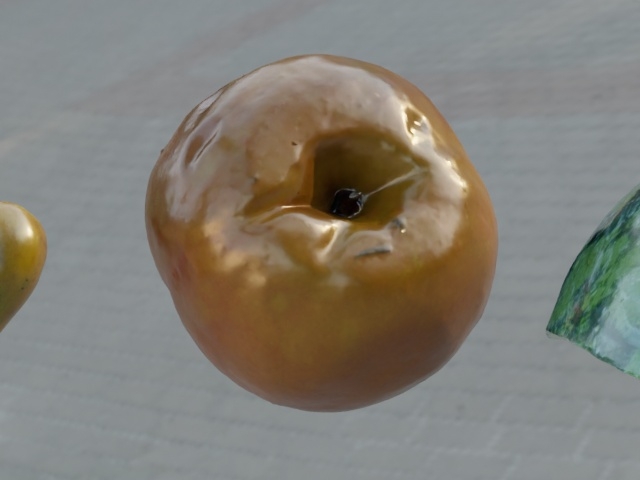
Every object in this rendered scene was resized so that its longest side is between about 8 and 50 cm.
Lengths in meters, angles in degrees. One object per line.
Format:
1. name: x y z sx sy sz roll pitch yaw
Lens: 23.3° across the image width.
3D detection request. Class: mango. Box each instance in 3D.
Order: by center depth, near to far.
1. mango: -0.342 0.037 1.582 0.163 0.089 0.111 -52 38 14

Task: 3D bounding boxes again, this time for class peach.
1. peach: 0.000 0.000 1.485 0.342 0.343 0.302 -30 -10 -26

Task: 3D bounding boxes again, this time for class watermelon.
1. watermelon: 0.236 0.019 0.873 0.256 0.176 0.260 -27 19 -15
